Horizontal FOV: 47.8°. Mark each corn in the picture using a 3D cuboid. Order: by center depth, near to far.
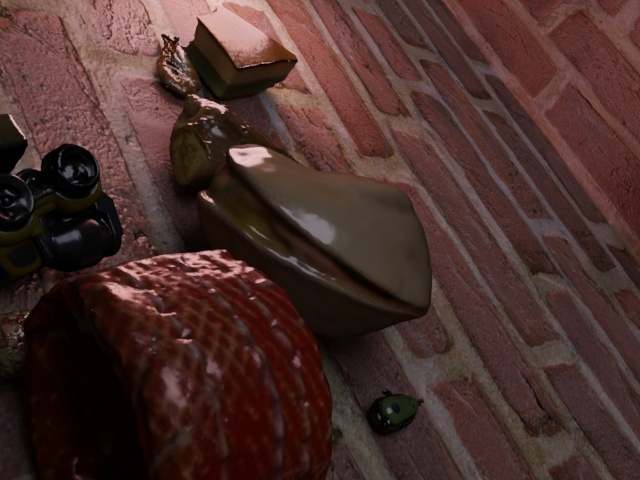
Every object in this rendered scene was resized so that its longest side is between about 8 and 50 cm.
[{"bbox_3d":[-0.297,0.124,0.927,0.253,0.086,0.086,0,53,-45],"label":"corn"}]

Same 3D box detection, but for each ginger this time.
[{"bbox_3d":[-0.156,-0.159,1.338,0.270,0.123,0.219,15,46,-48],"label":"ginger"}]

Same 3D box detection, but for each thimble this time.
[{"bbox_3d":[-0.158,0.187,0.780,0.230,0.350,0.350,-9,60,-45],"label":"thimble"}]

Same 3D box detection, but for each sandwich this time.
[{"bbox_3d":[-0.184,-0.417,1.585,0.186,0.108,0.220,51,38,11],"label":"sandwich"}]

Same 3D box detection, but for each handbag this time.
[{"bbox_3d":[0.126,0.283,1.207,0.111,0.047,0.072,-5,58,-44],"label":"handbag"}]

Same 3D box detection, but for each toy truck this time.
[{"bbox_3d":[-0.377,-0.017,0.965,0.224,0.147,0.165,-40,107,-52],"label":"toy truck"}]

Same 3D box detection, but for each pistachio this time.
[{"bbox_3d":[0.000,0.000,1.181,0.445,0.281,0.365,29,9,-32],"label":"pistachio"}]

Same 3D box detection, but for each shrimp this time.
[{"bbox_3d":[-0.296,-0.364,1.478,0.091,0.043,0.184,8,49,-35],"label":"shrimp"}]

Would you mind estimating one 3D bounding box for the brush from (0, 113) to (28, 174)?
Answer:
[{"bbox_3d":[-0.484,-0.091,0.936,0.059,0.123,0.197,50,36,2],"label":"brush"}]

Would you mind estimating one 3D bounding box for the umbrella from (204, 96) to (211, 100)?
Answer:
[{"bbox_3d":[-0.234,-0.233,1.425,0.022,0.022,0.149,62,25,-47],"label":"umbrella"}]
